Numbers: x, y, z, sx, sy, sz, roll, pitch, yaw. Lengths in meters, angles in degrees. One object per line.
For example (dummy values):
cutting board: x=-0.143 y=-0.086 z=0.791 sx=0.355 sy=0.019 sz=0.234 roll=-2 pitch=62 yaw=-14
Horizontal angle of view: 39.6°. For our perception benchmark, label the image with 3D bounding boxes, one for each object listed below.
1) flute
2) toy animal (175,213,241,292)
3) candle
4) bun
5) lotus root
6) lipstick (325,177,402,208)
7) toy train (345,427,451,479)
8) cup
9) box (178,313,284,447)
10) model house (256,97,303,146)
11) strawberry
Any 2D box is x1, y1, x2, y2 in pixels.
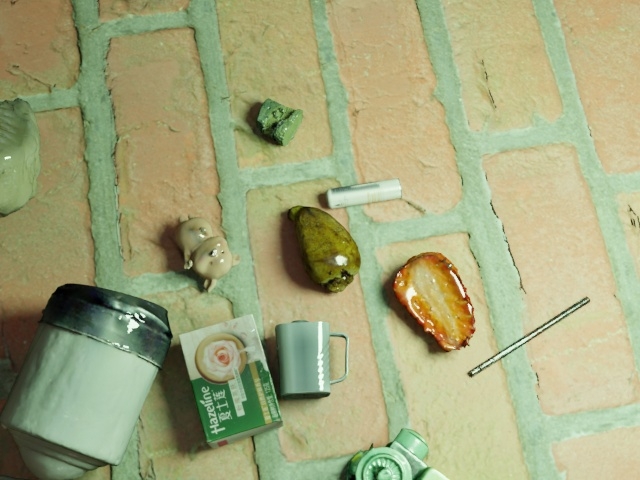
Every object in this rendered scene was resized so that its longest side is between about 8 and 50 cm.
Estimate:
flute: x=0.380 y=0.172 z=1.604 sx=0.270 sy=0.014 sz=0.014 roll=-30 pitch=74 yaw=-11
toy animal: x=-0.210 y=0.012 z=1.615 sx=0.083 sy=0.089 sz=0.150 roll=-35 pitch=77 yaw=10
candle: x=-0.389 y=0.248 z=1.449 sx=0.221 sy=0.221 sz=0.342 roll=17 pitch=74 yaw=4
bun: x=-0.639 y=-0.140 z=1.589 sx=0.282 sy=0.204 sz=0.281 roll=5 pitch=57 yaw=-7
lotus root: x=0.000 y=0.000 z=1.615 sx=0.108 sy=0.094 sz=0.190 roll=-9 pitch=61 yaw=-42
lipstick: x=0.081 y=-0.088 z=1.673 sx=0.141 sy=0.040 sz=0.040 roll=-9 pitch=71 yaw=-4
toy train: x=0.095 y=0.504 z=1.406 sx=0.253 sy=0.160 sz=0.397 roll=36 pitch=72 yaw=6
cup: x=-0.013 y=0.205 z=1.540 sx=0.128 sy=0.095 sz=0.129 roll=-2 pitch=73 yaw=-5
box: x=-0.153 y=0.241 z=1.530 sx=0.135 sy=0.081 sz=0.199 roll=-16 pitch=70 yaw=-7
model house: x=-0.086 y=-0.230 z=1.705 sx=0.083 sy=0.066 sz=0.078 roll=29 pitch=70 yaw=10
strawberry: x=0.208 y=0.111 z=1.594 sx=0.121 sy=0.082 sz=0.188 roll=-27 pitch=82 yaw=10
